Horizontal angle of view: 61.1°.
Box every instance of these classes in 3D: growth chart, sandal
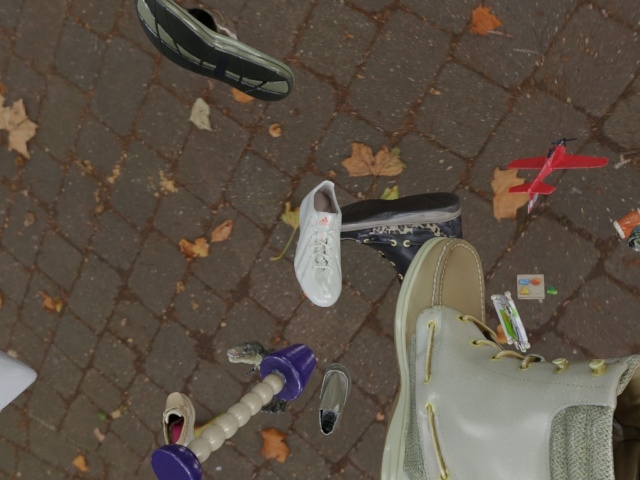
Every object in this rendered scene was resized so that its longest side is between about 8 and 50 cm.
[{"bbox_3d":[0.503,0.216,1.434,0.021,0.237,0.171,-20,82,5],"label":"growth chart"},{"bbox_3d":[-0.183,-0.350,0.967,0.303,0.086,0.120,25,154,-19],"label":"sandal"}]

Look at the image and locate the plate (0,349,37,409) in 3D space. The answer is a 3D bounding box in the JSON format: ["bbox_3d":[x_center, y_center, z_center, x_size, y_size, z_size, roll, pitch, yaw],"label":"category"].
[{"bbox_3d":[-0.540,0.188,0.633,0.278,0.277,0.045,21,136,22],"label":"plate"}]

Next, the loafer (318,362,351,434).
[{"bbox_3d":[0.044,0.521,1.761,0.094,0.087,0.251,7,104,8],"label":"loafer"}]

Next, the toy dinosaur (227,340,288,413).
[{"bbox_3d":[-0.078,0.261,1.014,0.064,0.268,0.118,-1,71,29],"label":"toy dinosaur"}]

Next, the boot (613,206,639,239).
[{"bbox_3d":[0.757,-0.028,1.305,0.085,0.158,0.059,-32,52,28],"label":"boot"}]

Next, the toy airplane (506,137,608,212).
[{"bbox_3d":[0.330,-0.103,0.798,0.151,0.151,0.028,-20,126,26],"label":"toy airplane"}]

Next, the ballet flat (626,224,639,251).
[{"bbox_3d":[0.733,0.030,1.137,0.188,0.070,0.070,40,119,52],"label":"ballet flat"}]

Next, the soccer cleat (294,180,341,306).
[{"bbox_3d":[0.000,0.000,0.782,0.076,0.068,0.196,124,149,-48],"label":"soccer cleat"}]

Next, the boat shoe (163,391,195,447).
[{"bbox_3d":[-0.305,0.382,1.156,0.063,0.170,0.059,-29,127,-4],"label":"boat shoe"}]

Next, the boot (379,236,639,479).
[{"bbox_3d":[0.122,0.079,0.344,0.165,0.077,0.213,-25,45,50],"label":"boot"}]

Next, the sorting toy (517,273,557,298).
[{"bbox_3d":[0.491,0.103,1.231,0.083,0.012,0.062,-3,64,21],"label":"sorting toy"}]

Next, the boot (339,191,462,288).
[{"bbox_3d":[0.185,0.039,1.347,0.378,0.138,0.284,-8,115,26],"label":"boot"}]

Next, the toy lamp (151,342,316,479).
[{"bbox_3d":[-0.097,0.226,0.735,0.080,0.275,0.080,15,119,28],"label":"toy lamp"}]
